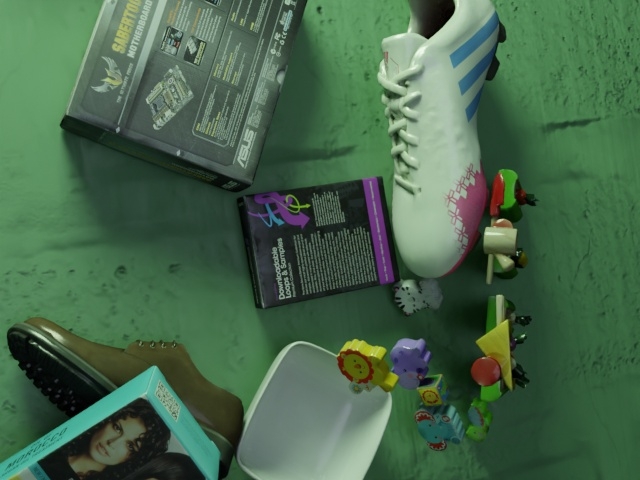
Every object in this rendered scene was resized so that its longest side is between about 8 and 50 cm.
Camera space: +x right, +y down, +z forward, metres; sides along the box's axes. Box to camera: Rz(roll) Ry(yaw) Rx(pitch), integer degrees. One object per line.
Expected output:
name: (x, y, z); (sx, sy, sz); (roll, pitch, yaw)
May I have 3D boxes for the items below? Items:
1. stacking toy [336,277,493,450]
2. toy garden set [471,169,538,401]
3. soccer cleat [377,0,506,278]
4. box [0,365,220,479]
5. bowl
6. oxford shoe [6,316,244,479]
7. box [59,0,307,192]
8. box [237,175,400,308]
stacking toy: (0.106, 0.161, 0.787); (0.167, 0.052, 0.221); (-44, 114, -54)
toy garden set: (0.202, 0.047, 0.802); (0.049, 0.204, 0.245); (4, 85, 19)
soccer cleat: (0.106, -0.130, 0.803); (0.143, 0.116, 0.332); (23, 69, -36)
box: (-0.210, 0.213, 0.621); (0.244, 0.060, 0.101); (-33, 102, 2)
bowl: (-0.012, 0.185, 0.768); (0.142, 0.053, 0.142); (32, 74, -19)
oxford shoe: (-0.172, 0.126, 0.696); (0.227, 0.083, 0.096); (33, 47, -14)
box: (-0.123, -0.185, 0.737); (0.183, 0.056, 0.231); (19, 79, -22)
box: (0.000, 0.000, 0.798); (0.162, 0.029, 0.116); (-9, 90, -26)
